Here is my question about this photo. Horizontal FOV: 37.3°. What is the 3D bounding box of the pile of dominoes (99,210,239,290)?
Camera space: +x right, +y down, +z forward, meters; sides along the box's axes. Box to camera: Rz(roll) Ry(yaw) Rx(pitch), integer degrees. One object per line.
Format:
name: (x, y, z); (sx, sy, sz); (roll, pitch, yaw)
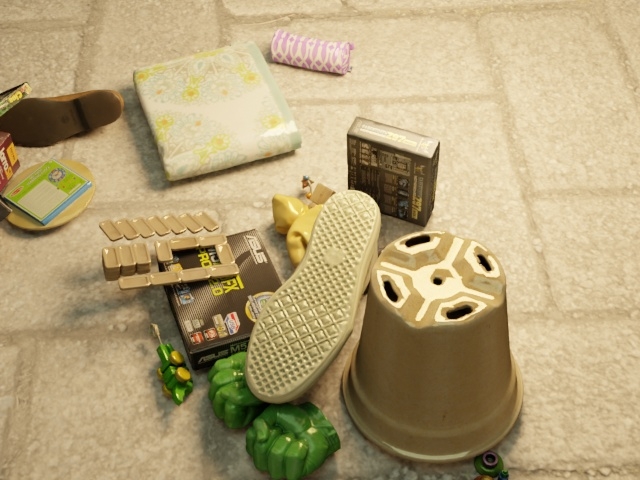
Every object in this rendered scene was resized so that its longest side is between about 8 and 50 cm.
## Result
pile of dominoes: (-0.307, 0.026, 1.887); (0.251, 0.040, 0.196); (-6, 45, -18)

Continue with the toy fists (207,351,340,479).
toy fists: (-0.095, 0.305, 1.679); (0.142, 0.096, 0.279); (-31, 57, -22)

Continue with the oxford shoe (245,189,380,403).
oxford shoe: (0.000, 0.111, 1.745); (0.169, 0.130, 0.449); (18, 59, 13)

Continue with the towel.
towel: (-0.248, -0.308, 2.214); (0.320, 0.090, 0.375); (-18, 52, -10)

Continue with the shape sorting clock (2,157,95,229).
shape sorting clock: (-0.592, -0.100, 2.065); (0.206, 0.040, 0.206); (-2, 52, 2)

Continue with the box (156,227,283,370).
box: (-0.185, 0.109, 1.858); (0.216, 0.060, 0.270); (-15, 48, -14)

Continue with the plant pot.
plant pot: (0.200, 0.162, 1.643); (0.333, 0.306, 0.334); (-2, 46, 2)

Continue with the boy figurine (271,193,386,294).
boy figurine: (0.000, 0.000, 1.941); (0.285, 0.092, 0.177); (31, 66, 26)

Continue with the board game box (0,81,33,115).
board game box: (-0.767, -0.283, 2.132); (0.259, 0.030, 0.136); (-10, 34, 40)

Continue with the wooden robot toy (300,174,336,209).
wooden robot toy: (0.008, -0.073, 2.038); (0.173, 0.076, 0.079); (32, 92, 25)

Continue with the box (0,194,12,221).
box: (-0.864, -0.059, 1.841); (0.395, 0.212, 0.293); (-43, 59, -4)

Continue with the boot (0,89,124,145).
boot: (-0.608, -0.294, 2.217); (0.305, 0.112, 0.115); (-10, 19, -1)

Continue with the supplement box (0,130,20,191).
supplement box: (-0.745, -0.144, 2.063); (0.080, 0.104, 0.188); (14, 51, 12)

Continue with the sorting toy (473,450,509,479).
sorting toy: (0.293, 0.399, 1.628); (0.061, 0.042, 0.102); (10, 50, 9)

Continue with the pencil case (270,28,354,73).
pencil case: (-0.021, -0.471, 2.347); (0.206, 0.086, 0.088); (13, 65, 11)

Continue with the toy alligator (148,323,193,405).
toy alligator: (-0.274, 0.232, 1.775); (0.051, 0.056, 0.190); (18, 33, -42)

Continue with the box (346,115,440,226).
box: (0.148, -0.140, 1.966); (0.183, 0.233, 0.059); (18, 58, 16)
